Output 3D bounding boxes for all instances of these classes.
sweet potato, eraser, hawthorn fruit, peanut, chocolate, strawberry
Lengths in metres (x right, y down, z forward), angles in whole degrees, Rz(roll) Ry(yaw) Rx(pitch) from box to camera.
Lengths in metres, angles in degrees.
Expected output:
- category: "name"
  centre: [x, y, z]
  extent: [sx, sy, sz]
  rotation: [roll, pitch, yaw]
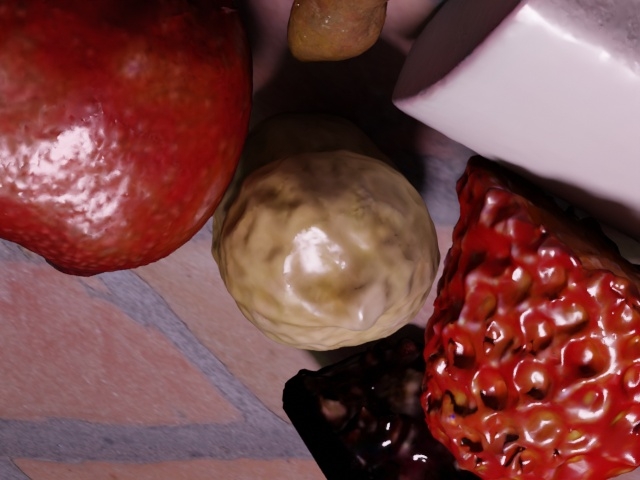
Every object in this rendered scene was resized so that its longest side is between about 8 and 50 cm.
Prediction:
- category: "sweet potato"
  centre: [0.036, -0.157, 0.894]
  extent: [0.065, 0.051, 0.218]
  rotation: [33, 147, -16]
- category: "eraser"
  centre: [0.194, -0.063, 0.914]
  extent: [0.270, 0.095, 0.174]
  rotation: [27, 155, -14]
- category: "hawthorn fruit"
  centre: [-0.134, -0.101, 0.944]
  extent: [0.230, 0.210, 0.266]
  rotation: [37, 129, -17]
- category: "peanut"
  centre: [-0.005, -0.008, 1.033]
  extent: [0.159, 0.143, 0.291]
  rotation: [57, 179, -1]
- category: "chocolate"
  centre: [0.101, 0.144, 1.304]
  extent: [0.177, 0.206, 0.224]
  rotation: [-39, 142, 5]
- category: "strawberry"
  centre: [0.142, 0.066, 1.004]
  extent: [0.234, 0.234, 0.178]
  rotation: [33, 103, -22]
